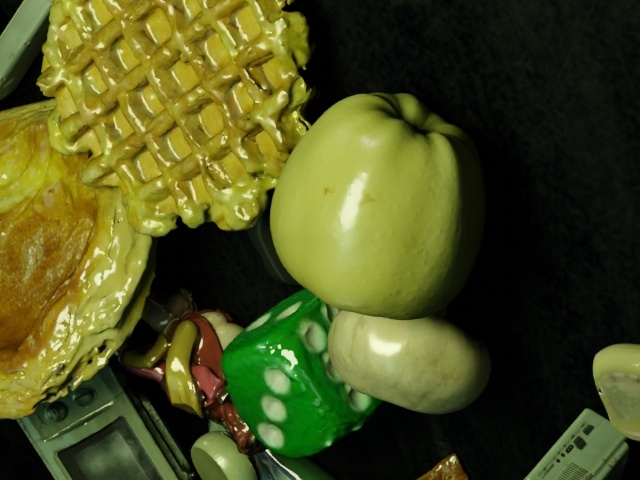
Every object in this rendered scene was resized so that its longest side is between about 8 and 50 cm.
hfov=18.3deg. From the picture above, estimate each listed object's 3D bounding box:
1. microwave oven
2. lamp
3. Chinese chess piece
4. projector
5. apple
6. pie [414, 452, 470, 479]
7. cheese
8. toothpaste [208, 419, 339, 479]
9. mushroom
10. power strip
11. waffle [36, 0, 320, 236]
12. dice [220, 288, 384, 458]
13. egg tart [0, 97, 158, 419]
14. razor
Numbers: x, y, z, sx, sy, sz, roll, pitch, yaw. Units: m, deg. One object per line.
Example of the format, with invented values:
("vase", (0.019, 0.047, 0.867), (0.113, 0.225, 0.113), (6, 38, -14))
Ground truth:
("microwave oven", (-0.223, 0.222, 2.156), (0.205, 0.129, 0.163), (60, -178, -13))
("lamp", (-0.131, 0.118, 2.033), (0.253, 0.118, 0.118), (33, 139, 23))
("Chinese chess piece", (-0.101, 0.241, 2.112), (0.084, 0.034, 0.084), (41, 151, 29))
("projector", (0.222, 0.242, 1.798), (0.061, 0.115, 0.147), (31, 138, 23))
("apple", (0.051, -0.024, 1.685), (0.200, 0.200, 0.200), (25, 135, 27))
("pie", (0.084, 0.287, 1.989), (0.191, 0.033, 0.088), (-32, 89, 26))
("cheese", (0.321, 0.131, 1.677), (0.192, 0.037, 0.097), (-1, 122, 43))
("toothpaste", (0.029, 0.295, 2.063), (0.392, 0.061, 0.099), (35, 146, 19))
("mushroom", (0.083, 0.092, 1.802), (0.154, 0.122, 0.154), (17, 170, 3))
("power strip", (-0.293, -0.194, 1.959), (0.027, 0.060, 0.252), (47, 141, 1))
("waffle", (-0.128, -0.152, 1.790), (0.302, 0.068, 0.325), (20, 119, 28))
("dice", (-0.008, 0.122, 1.902), (0.120, 0.131, 0.128), (-25, 102, 48))
("egg tart", (-0.289, 0.023, 2.004), (0.352, 0.352, 0.150), (13, 169, 36))
("razor", (0.000, 0.000, 1.853), (0.148, 0.054, 0.090), (-4, 122, 45))
